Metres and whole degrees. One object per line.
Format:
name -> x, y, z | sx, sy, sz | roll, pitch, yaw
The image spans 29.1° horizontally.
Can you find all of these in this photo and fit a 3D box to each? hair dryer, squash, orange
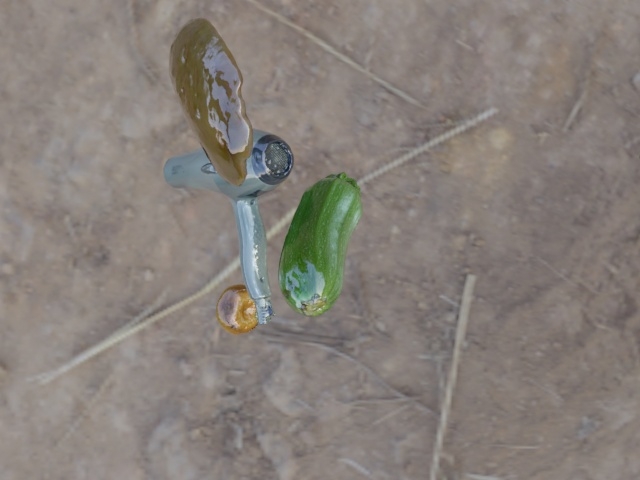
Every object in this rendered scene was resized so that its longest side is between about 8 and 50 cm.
hair dryer -> -0.115, -0.039, 1.468 | 0.219, 0.088, 0.225 | 29, 122, 47
squash -> 0.000, 0.000, 1.341 | 0.077, 0.068, 0.219 | -7, 37, 22
orange -> -0.142, 0.116, 2.088 | 0.062, 0.086, 0.086 | 2, 83, 52

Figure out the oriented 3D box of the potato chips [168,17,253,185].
potato chips -> -0.115, -0.139, 1.230 | 0.150, 0.049, 0.202 | 89, 157, -46
